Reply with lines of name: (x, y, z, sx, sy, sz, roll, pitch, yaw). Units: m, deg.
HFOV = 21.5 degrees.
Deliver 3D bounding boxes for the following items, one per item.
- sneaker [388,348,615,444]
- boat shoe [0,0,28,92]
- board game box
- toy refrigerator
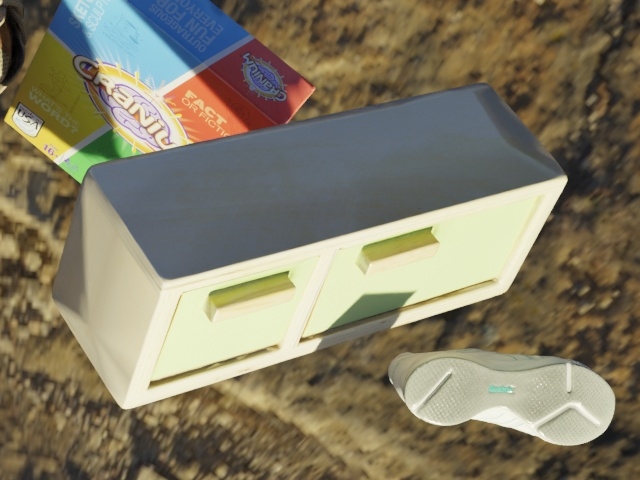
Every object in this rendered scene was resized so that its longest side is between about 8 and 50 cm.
sneaker: (0.113, 0.089, 1.047, 0.152, 0.061, 0.054, 12, 97, -21)
boat shoe: (-0.218, -0.121, 0.950, 0.116, 0.123, 0.324, 16, 81, 18)
board game box: (-0.170, -0.136, 1.672, 0.242, 0.316, 0.064, 39, 57, -2)
toy refrigerator: (0.000, 0.000, 0.922, 0.269, 0.102, 0.094, -14, 54, -34)
